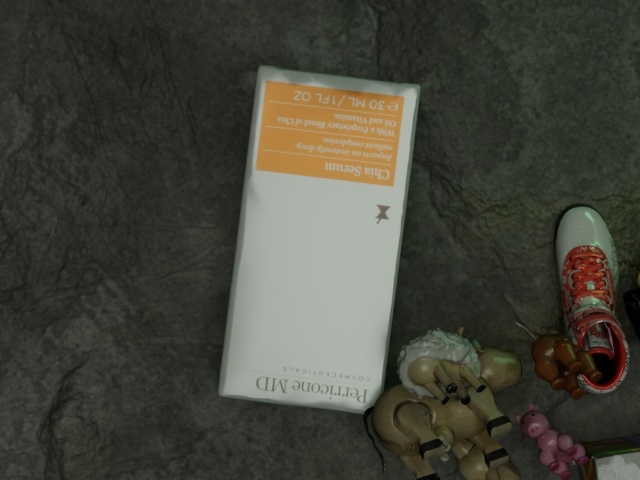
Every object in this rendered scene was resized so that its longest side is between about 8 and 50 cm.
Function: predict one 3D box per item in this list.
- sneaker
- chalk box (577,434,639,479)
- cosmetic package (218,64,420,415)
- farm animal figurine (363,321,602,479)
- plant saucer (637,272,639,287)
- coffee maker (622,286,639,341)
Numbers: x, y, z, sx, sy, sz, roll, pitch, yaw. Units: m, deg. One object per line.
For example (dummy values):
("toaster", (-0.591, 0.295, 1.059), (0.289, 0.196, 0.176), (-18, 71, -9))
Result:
("sneaker", (0.381, 0.081, 1.776), (0.090, 0.145, 0.270), (-1, 89, 2))
("chalk box", (0.479, 0.340, 1.779), (0.213, 0.132, 0.132), (-7, 88, 1))
("cosmetic package", (0.000, 0.000, 1.782), (0.230, 0.161, 0.453), (6, 90, 2))
("farm animal figurine", (0.203, 0.231, 1.707), (0.326, 0.172, 0.330), (-2, 128, -27))
("plant saucer", (0.662, 0.009, 1.801), (0.333, 0.081, 0.333), (32, 91, 2))
("coffee maker", (0.504, 0.073, 1.721), (0.178, 0.120, 0.171), (-22, 66, 0))
